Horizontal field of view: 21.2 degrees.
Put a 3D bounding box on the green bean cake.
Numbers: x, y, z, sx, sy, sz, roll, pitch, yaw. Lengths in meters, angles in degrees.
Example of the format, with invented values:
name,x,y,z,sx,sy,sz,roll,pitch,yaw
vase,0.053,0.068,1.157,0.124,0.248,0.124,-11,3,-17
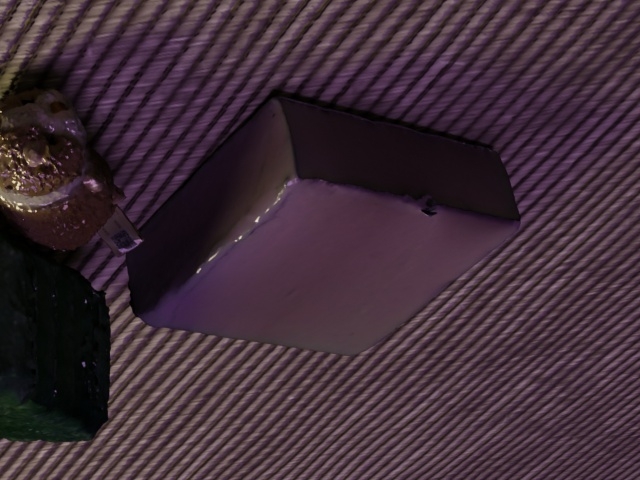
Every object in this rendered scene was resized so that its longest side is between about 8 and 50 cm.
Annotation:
name,x,y,z,sx,sy,sz,roll,pitch,yaw
green bean cake,-0.374,0.092,1.590,0.308,0.169,0.300,-4,165,10

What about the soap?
name,x,y,z,sx,sy,sz,roll,pitch,yaw
soap,0.000,0.000,1.696,0.296,0.107,0.285,13,139,-38

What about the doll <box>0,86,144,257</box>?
name,x,y,z,sx,sy,sz,roll,pitch,yaw
doll,-0.233,-0.053,1.506,0.115,0.105,0.221,-42,154,-3
